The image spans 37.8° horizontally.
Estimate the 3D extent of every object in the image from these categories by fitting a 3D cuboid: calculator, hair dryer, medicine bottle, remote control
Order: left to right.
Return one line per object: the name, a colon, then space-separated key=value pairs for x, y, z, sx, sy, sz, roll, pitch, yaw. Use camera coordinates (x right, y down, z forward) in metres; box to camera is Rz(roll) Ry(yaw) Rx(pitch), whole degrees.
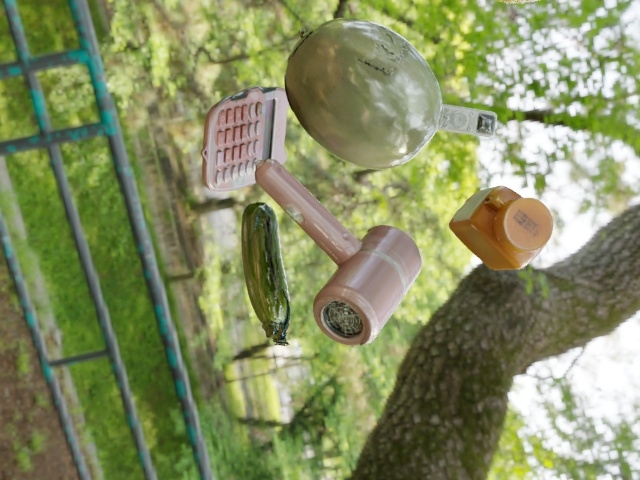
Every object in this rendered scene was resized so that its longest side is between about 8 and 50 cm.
calculator: x=-0.164 y=-0.223 z=2.020 sx=0.329 sy=0.048 sz=0.220 roll=-29 pitch=131 yaw=-57
hair dryer: x=0.000 y=0.000 z=1.610 sx=0.352 sy=0.125 sz=0.210 roll=44 pitch=44 yaw=-3
remote control: x=0.336 y=-0.311 z=2.390 sx=0.029 sy=0.260 sz=0.067 roll=-158 pitch=-105 yaw=-68
medicine bottle: x=0.358 y=-0.025 z=1.814 sx=0.149 sy=0.112 sz=0.222 roll=43 pitch=-10 yaw=-7

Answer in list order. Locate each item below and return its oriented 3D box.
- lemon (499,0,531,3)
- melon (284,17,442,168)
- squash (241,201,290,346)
lemon: x=0.291 y=-0.514 z=1.378 sx=0.348 sy=0.347 sz=0.348 roll=168 pitch=-90 yaw=-88
melon: x=0.079 y=-0.291 z=1.816 sx=0.330 sy=0.268 sz=0.268 roll=42 pitch=1 yaw=-4
squash: x=-0.109 y=0.062 z=1.851 sx=0.087 sy=0.087 sz=0.332 roll=81 pitch=-2 yaw=-61
